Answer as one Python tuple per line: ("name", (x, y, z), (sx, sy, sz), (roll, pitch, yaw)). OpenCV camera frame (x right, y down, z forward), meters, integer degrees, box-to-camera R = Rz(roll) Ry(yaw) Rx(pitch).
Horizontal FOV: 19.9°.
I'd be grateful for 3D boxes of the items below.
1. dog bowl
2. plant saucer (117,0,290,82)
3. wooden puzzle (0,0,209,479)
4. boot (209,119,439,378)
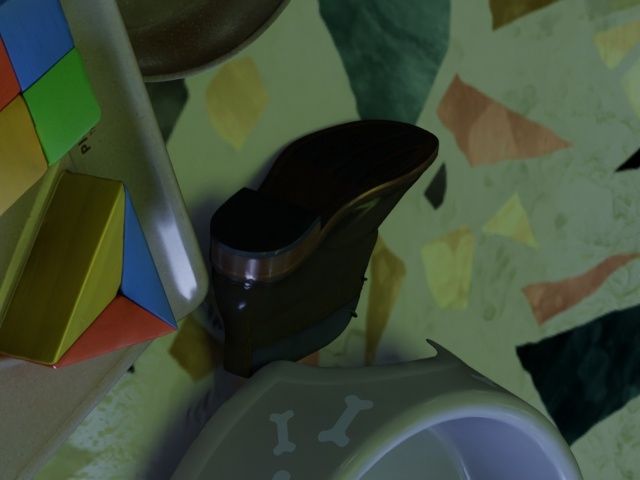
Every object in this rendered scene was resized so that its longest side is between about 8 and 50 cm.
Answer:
("dog bowl", (0.042, 0.233, 1.168), (0.348, 0.102, 0.349), (-14, 110, -41))
("plant saucer", (-0.117, -0.247, 1.052), (0.310, 0.050, 0.311), (-4, 95, -42))
("wooden puzzle", (-0.192, 0.021, 0.919), (0.348, 0.080, 0.322), (-46, 136, -34))
("boot", (0.000, 0.000, 1.178), (0.219, 0.082, 0.106), (-33, 139, -45))
